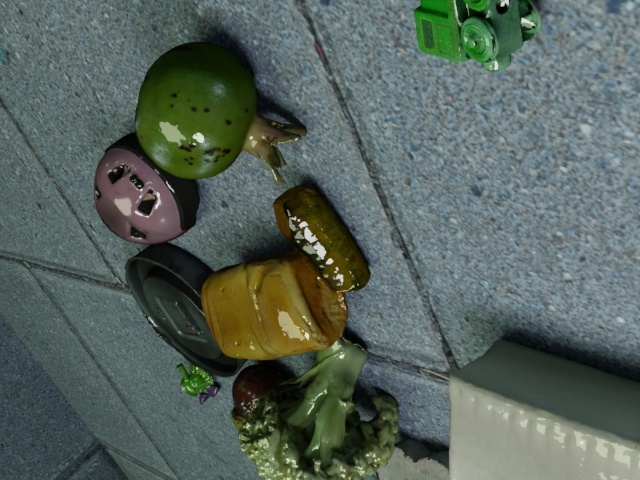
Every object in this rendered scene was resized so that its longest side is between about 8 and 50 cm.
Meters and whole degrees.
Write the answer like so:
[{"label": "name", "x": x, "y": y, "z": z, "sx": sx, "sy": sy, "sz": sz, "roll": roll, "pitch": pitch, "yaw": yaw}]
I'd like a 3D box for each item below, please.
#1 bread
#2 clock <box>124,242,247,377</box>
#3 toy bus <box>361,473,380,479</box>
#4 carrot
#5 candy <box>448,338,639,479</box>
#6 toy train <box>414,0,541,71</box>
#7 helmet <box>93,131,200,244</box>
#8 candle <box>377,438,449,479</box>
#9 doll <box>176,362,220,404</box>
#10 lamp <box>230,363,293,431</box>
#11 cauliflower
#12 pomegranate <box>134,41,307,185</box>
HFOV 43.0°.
[{"label": "bread", "x": -0.081, "y": 0.110, "z": 1.326, "sx": 0.294, "sy": 0.132, "sz": 0.167, "roll": -13, "pitch": 92, "yaw": 57}, {"label": "clock", "x": -0.271, "y": 0.146, "z": 1.682, "sx": 0.325, "sy": 0.067, "sz": 0.325, "roll": 31, "pitch": 146, "yaw": 24}, {"label": "toy bus", "x": 0.103, "y": 0.587, "z": 1.669, "sx": 0.276, "sy": 0.133, "sz": 0.165, "roll": 49, "pitch": 141, "yaw": 5}, {"label": "carrot", "x": 0.000, "y": 0.000, "z": 1.176, "sx": 0.082, "sy": 0.082, "sz": 0.173, "roll": -8, "pitch": 120, "yaw": 53}, {"label": "candy", "x": 0.333, "y": 0.272, "z": 1.001, "sx": 0.358, "sy": 0.145, "sz": 0.208, "roll": 14, "pitch": 118, "yaw": 40}, {"label": "toy train", "x": 0.126, "y": -0.271, "z": 0.715, "sx": 0.119, "sy": 0.085, "sz": 0.251, "roll": 33, "pitch": 147, "yaw": 48}, {"label": "helmet", "x": -0.317, "y": -0.070, "z": 1.408, "sx": 0.198, "sy": 0.154, "sz": 0.253, "roll": 45, "pitch": 144, "yaw": -2}, {"label": "candle", "x": 0.186, "y": 0.444, "z": 1.436, "sx": 0.192, "sy": 0.068, "sz": 0.169, "roll": 8, "pitch": 104, "yaw": 48}, {"label": "doll", "x": -0.299, "y": 0.338, "z": 1.962, "sx": 0.115, "sy": 0.050, "sz": 0.190, "roll": 41, "pitch": 148, "yaw": -7}, {"label": "lamp", "x": -0.117, "y": 0.333, "z": 1.654, "sx": 0.156, "sy": 0.135, "sz": 0.157, "roll": 31, "pitch": 144, "yaw": 22}, {"label": "cauliflower", "x": 0.020, "y": 0.314, "z": 1.384, "sx": 0.260, "sy": 0.327, "sz": 0.281, "roll": 38, "pitch": 107, "yaw": -16}, {"label": "pomegranate", "x": -0.134, "y": -0.158, "z": 1.082, "sx": 0.224, "sy": 0.182, "sz": 0.181, "roll": 25, "pitch": 150, "yaw": -8}]
